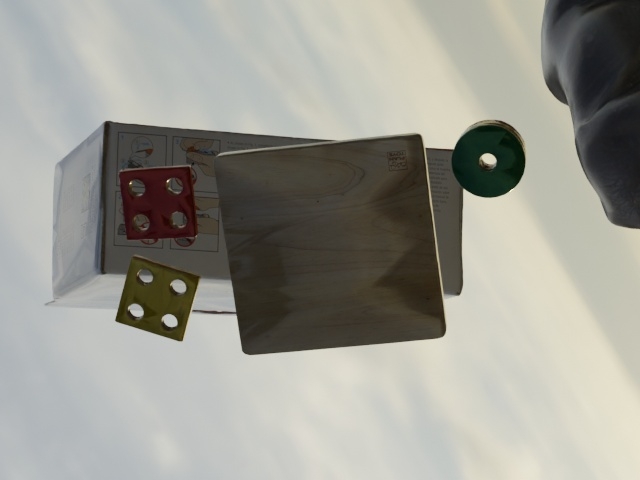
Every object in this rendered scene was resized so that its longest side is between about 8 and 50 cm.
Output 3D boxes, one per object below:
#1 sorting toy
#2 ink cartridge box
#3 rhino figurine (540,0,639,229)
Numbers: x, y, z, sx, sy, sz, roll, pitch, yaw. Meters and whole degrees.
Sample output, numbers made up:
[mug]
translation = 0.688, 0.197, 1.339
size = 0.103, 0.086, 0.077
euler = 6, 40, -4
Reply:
[sorting toy]
translation = 0.000, 0.000, 1.276
size = 0.046, 0.274, 0.132
euler = -61, -36, -73
[ink cartridge box]
translation = -0.069, -0.008, 1.729
size = 0.272, 0.309, 0.130
euler = 158, 114, -69
[rhino figurine]
translation = 0.134, -0.094, 0.837
size = 0.073, 0.106, 0.243
euler = 27, -152, -25
